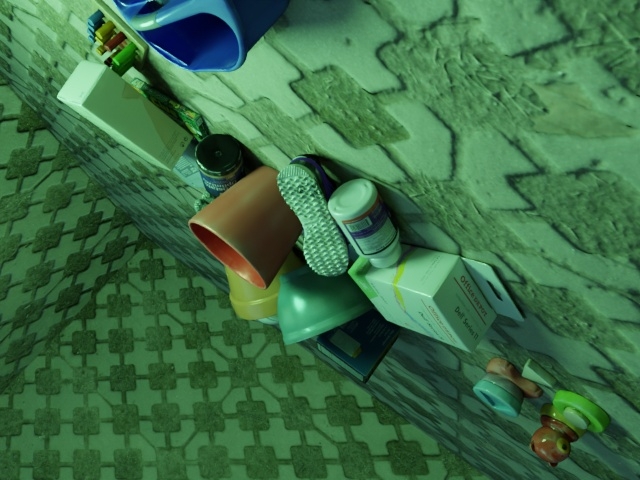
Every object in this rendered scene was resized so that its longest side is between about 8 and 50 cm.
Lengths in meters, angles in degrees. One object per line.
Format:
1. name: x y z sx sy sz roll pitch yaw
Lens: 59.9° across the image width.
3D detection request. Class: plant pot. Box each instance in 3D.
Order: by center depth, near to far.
1. plant pot: -0.170 -0.047 1.470 0.275 0.243 0.275 34 162 13
2. plant pot: -0.009 0.163 1.668 0.196 0.293 0.293 67 161 2
3. plant pot: -0.194 0.096 1.857 0.291 0.291 0.203 13 132 54

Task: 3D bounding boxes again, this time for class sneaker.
1. sneaker: 0.006 -0.064 1.245 0.102 0.146 0.293 -9 119 20

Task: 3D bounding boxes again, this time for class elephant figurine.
1. elephant figurine: -0.282 -0.086 1.777 0.239 0.169 0.186 1 170 39

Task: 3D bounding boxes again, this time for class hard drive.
1. hard drive: 0.122 0.053 1.492 0.135 0.022 0.094 40 162 -3

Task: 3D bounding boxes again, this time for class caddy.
1. caddy: -0.213 -0.382 0.857 0.341 0.179 0.241 19 152 48

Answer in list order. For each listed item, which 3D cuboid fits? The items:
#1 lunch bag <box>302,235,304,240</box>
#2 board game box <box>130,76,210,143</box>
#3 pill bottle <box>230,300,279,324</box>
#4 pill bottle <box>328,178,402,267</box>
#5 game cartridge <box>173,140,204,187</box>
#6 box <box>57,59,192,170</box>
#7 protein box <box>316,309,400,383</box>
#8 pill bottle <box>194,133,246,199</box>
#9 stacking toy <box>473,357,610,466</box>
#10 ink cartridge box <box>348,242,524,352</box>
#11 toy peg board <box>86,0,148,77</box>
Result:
1. lunch bag: 0.000 0.000 1.534 0.098 0.067 0.065 28 159 34
2. board game box: -0.417 -0.356 1.568 0.259 0.030 0.136 32 159 21
3. pill bottle: -0.216 0.222 2.242 0.224 0.224 0.392 44 161 -14
4. pill bottle: 0.104 -0.030 1.189 0.108 0.108 0.193 21 154 45
5. game cartridge: -0.424 -0.253 1.788 0.196 0.060 0.294 49 161 -18
6. box: -0.508 -0.325 1.472 0.148 0.121 0.311 24 170 38
7. protein box: 0.126 0.331 1.863 0.201 0.200 0.136 34 162 17
8. pill bottle: -0.267 -0.188 1.521 0.123 0.123 0.219 36 162 10
9. stacking toy: 0.546 0.440 1.410 0.309 0.130 0.279 36 162 9
10. ink cartridge box: 0.250 0.125 1.252 0.353 0.119 0.207 13 148 54
11. toy peg board: -0.521 -0.486 1.377 0.160 0.079 0.161 44 161 -14
